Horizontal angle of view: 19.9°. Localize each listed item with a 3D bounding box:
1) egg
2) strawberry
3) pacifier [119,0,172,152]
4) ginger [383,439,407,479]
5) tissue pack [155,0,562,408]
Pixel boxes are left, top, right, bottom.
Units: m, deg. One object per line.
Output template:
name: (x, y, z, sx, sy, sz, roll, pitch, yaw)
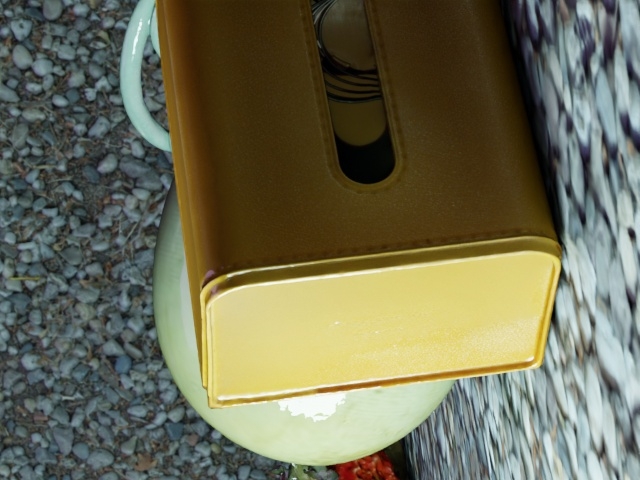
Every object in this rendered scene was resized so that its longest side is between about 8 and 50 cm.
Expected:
egg: (0.000, 0.000, 1.201, 0.218, 0.218, 0.295, 136, 137, -86)
strawberry: (0.060, 0.304, 1.998, 0.228, 0.098, 0.174, 51, 156, 6)
pacifier: (-0.057, -0.178, 1.970, 0.269, 0.288, 0.343, 41, 151, 44)
ginger: (0.069, 0.200, 2.066, 0.193, 0.052, 0.176, 133, 129, -76)
tissue pack: (0.015, -0.067, 1.014, 0.145, 0.194, 0.274, 95, 166, -60)
